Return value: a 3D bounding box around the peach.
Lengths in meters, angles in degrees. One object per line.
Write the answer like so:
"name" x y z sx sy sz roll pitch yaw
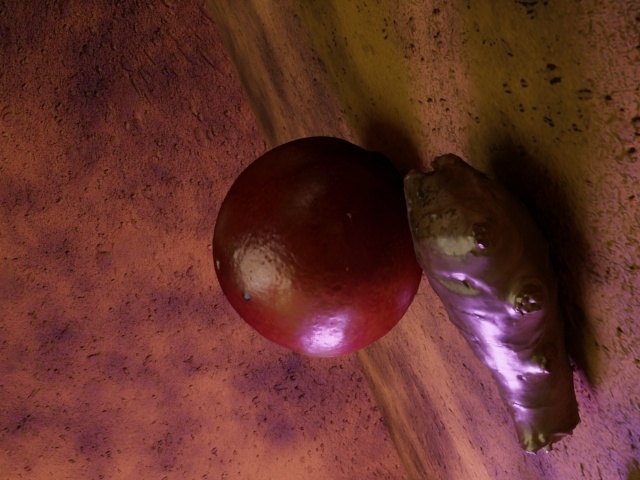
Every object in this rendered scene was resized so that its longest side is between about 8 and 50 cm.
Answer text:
"peach" 0.000 0.000 1.119 0.388 0.389 0.388 63 171 18

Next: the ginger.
"ginger" 0.189 0.075 0.785 0.236 0.166 0.375 40 149 50
